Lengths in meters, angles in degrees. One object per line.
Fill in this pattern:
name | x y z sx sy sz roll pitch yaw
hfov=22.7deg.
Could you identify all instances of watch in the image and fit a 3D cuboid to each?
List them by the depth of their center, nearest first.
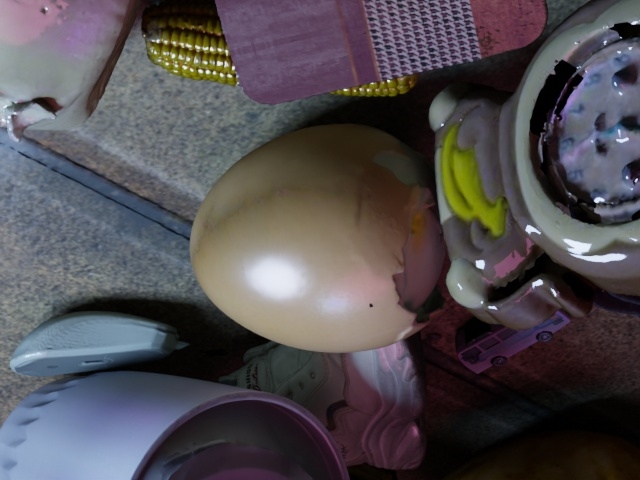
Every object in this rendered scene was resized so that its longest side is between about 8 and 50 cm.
watch | 0.307 -0.050 1.325 0.335 0.314 0.327 -22 154 34

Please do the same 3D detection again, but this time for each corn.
corn | -0.029 -0.157 1.291 0.231 0.080 0.080 1 142 -3

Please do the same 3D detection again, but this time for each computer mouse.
computer mouse | -0.224 0.099 1.617 0.182 0.056 0.089 -5 166 -8

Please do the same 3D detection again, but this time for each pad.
pad | 0.062 -0.121 1.236 0.250 0.055 0.323 -13 97 4

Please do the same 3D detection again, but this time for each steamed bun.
steamed bun | -0.221 -0.173 1.198 0.170 0.152 0.238 9 143 -16

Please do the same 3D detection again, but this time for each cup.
cup | -0.162 0.251 1.569 0.253 0.253 0.372 28 168 -33

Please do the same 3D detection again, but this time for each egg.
egg | 0.000 0.000 1.394 0.244 0.201 0.201 -7 143 22

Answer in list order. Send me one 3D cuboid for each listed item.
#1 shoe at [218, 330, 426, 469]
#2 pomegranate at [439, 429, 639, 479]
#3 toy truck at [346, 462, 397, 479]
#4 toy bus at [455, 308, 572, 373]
shoe | 0.000 0.139 1.623 0.211 0.132 0.342 -6 145 0
pomegranate | 0.270 0.414 1.764 0.410 0.410 0.410 -2 142 -1
toy truck | -0.019 0.323 1.828 0.147 0.165 0.224 30 132 -35
toy bus | 0.197 0.092 1.650 0.131 0.037 0.052 -32 131 31
